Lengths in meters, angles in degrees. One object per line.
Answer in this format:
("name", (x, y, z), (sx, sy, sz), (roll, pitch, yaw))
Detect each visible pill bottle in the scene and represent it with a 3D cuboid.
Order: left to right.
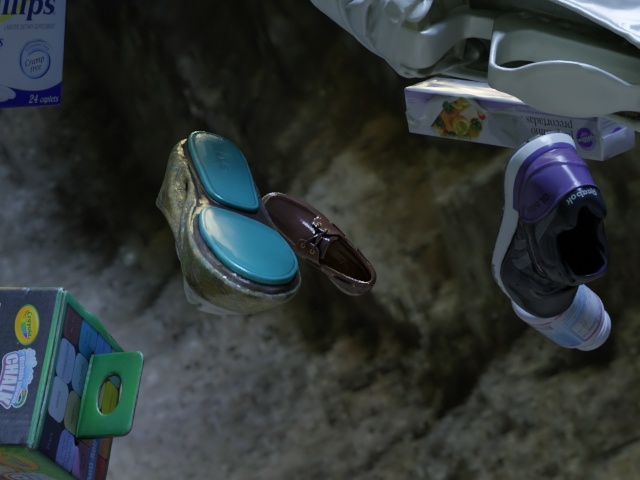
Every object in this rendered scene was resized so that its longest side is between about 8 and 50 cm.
("pill bottle", (0.327, 0.093, 2.088), (0.160, 0.087, 0.087), (33, 25, -49))

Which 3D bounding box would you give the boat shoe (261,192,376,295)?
("boat shoe", (0.000, 0.001, 1.934), (0.178, 0.064, 0.060), (39, -11, -6))

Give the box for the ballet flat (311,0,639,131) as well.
("ballet flat", (0.139, -0.178, 1.295), (0.400, 0.139, 0.139), (17, -26, 22))

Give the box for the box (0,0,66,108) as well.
("box", (-0.290, -0.184, 1.333), (0.072, 0.126, 0.137), (16, -73, 40))

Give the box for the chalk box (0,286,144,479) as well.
("chalk box", (-0.317, 0.162, 1.622), (0.179, 0.289, 0.180), (61, 33, -60))

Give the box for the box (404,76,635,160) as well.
("box", (0.238, -0.153, 1.924), (0.324, 0.067, 0.063), (13, -61, 46))

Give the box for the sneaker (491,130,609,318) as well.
("sneaker", (0.259, 0.020, 1.712), (0.283, 0.107, 0.124), (78, -14, -51))

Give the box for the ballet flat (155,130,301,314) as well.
("ballet flat", (-0.100, 0.007, 1.550), (0.348, 0.123, 0.123), (-115, -177, -60))
